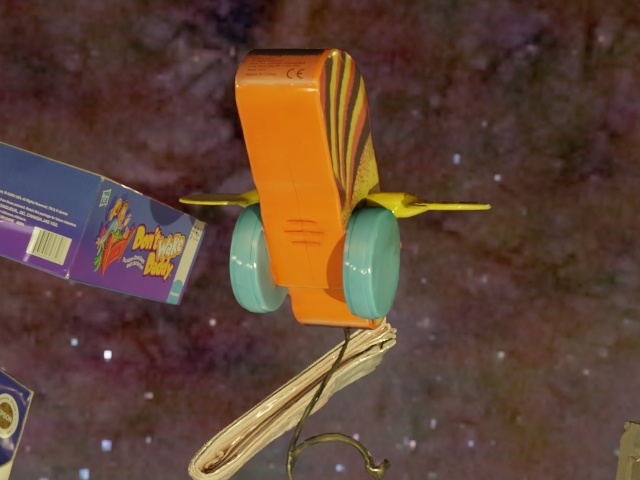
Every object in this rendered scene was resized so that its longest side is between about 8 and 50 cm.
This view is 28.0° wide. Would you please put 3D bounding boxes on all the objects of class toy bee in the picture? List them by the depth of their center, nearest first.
[{"bbox_3d":[0.000,0.000,0.850,0.195,0.298,0.162,21,-149,7],"label":"toy bee"}]

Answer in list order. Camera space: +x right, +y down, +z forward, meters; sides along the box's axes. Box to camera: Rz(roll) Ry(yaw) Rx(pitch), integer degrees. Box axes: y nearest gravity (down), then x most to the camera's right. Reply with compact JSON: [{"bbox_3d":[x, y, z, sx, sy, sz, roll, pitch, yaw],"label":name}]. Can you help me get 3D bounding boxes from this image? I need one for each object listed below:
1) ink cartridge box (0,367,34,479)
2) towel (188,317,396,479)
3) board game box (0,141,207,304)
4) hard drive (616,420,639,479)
[{"bbox_3d":[-0.358,0.262,1.064,0.176,0.371,0.069,25,-172,38],"label":"ink cartridge box"},{"bbox_3d":[-0.043,0.229,1.738,0.317,0.053,0.332,-36,172,-11],"label":"towel"},{"bbox_3d":[-0.294,-0.046,1.039,0.347,0.078,0.233,18,177,15],"label":"board game box"},{"bbox_3d":[0.415,0.327,1.342,0.064,0.237,0.339,8,179,-17],"label":"hard drive"}]
